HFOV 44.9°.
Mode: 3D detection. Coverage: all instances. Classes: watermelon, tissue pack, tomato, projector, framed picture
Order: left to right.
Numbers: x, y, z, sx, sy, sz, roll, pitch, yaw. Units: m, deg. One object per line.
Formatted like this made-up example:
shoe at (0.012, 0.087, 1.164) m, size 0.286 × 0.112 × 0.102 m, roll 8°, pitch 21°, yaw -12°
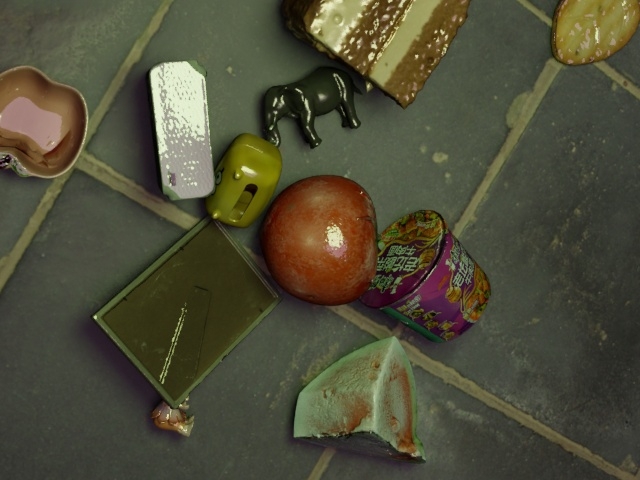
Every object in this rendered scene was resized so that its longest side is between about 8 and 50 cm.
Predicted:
projector at (-0.267, -0.213, 1.482) m, size 0.108 × 0.198 × 0.250 m, roll -8°, pitch 101°, yaw -14°
framed picture at (-0.255, 0.133, 1.556) m, size 0.335 × 0.022 × 0.247 m, roll -46°, pitch 106°, yaw -30°
tissue pack at (-0.154, -0.110, 1.534) m, size 0.123 × 0.127 × 0.178 m, roll 22°, pitch 127°, yaw -18°
tomato at (0.000, 0.000, 1.558) m, size 0.265 × 0.265 × 0.265 m, roll -2°, pitch 99°, yaw -15°
watermelon at (0.124, 0.351, 1.665) m, size 0.319 × 0.214 × 0.290 m, roll 25°, pitch 89°, yaw -6°

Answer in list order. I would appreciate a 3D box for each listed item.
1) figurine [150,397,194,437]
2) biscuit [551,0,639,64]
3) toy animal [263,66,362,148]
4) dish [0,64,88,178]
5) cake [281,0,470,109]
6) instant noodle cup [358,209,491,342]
figurine at (-0.297, 0.302, 1.594) m, size 0.102 × 0.111 × 0.195 m, roll 11°, pitch 96°, yaw -13°
biscuit at (0.623, -0.509, 1.770) m, size 0.203 × 0.041 × 0.260 m, roll 43°, pitch 86°, yaw -20°
toy animal at (-0.026, -0.270, 1.598) m, size 0.245 × 0.114 × 0.146 m, roll -34°, pitch 113°, yaw -31°
dish at (-0.546, -0.218, 1.462) m, size 0.213 × 0.090 × 0.213 m, roll -2°, pitch 96°, yaw -17°
cake at (0.099, -0.446, 1.491) m, size 0.290 × 0.256 × 0.282 m, roll 27°, pitch 101°, yaw -24°
instant noodle cup at (0.228, 0.088, 1.653) m, size 0.190 × 0.251 × 0.251 m, roll 39°, pitch 87°, yaw -27°
